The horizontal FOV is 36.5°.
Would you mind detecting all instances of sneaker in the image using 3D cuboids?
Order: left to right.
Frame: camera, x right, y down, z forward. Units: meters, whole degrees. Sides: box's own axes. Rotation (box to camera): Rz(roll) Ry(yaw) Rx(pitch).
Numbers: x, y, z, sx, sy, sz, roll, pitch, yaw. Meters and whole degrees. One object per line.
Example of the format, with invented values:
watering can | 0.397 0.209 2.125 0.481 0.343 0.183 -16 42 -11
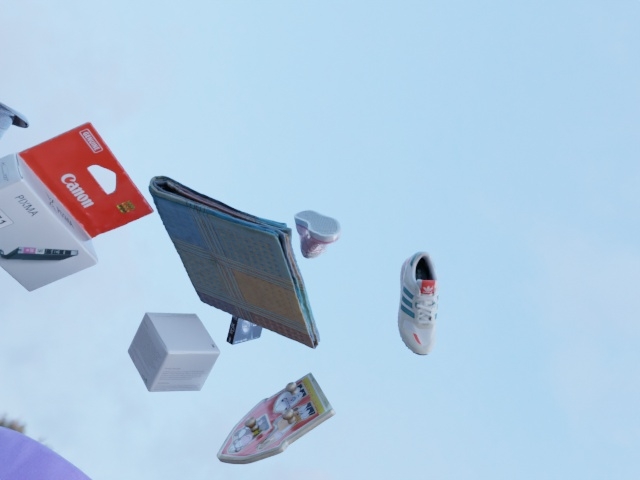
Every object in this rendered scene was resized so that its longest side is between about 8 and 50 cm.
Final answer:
sneaker | 0.000 0.000 1.513 0.134 0.051 0.070 -147 -136 -63
sneaker | 0.153 0.092 1.484 0.075 0.057 0.161 115 -23 -70

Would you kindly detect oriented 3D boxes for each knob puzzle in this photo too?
knob puzzle | -0.082 0.281 1.514 0.213 0.213 0.030 -9 -62 52

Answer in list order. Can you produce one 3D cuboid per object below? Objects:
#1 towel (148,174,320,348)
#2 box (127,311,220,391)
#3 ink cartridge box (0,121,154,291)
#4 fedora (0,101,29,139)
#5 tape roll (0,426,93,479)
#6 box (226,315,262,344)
towel | -0.140 0.045 1.665 0.271 0.040 0.370 21 -28 22
box | -0.236 0.178 1.552 0.102 0.101 0.087 51 -57 39
ink cartridge box | -0.404 -0.042 1.487 0.275 0.239 0.060 66 2 -60
fedora | -0.624 -0.197 1.631 0.124 0.244 0.275 -70 -162 -1
tape roll | -0.250 0.302 0.897 0.275 0.090 0.275 24 -41 23
box | -0.144 0.165 1.894 0.018 0.083 0.067 27 -69 33
